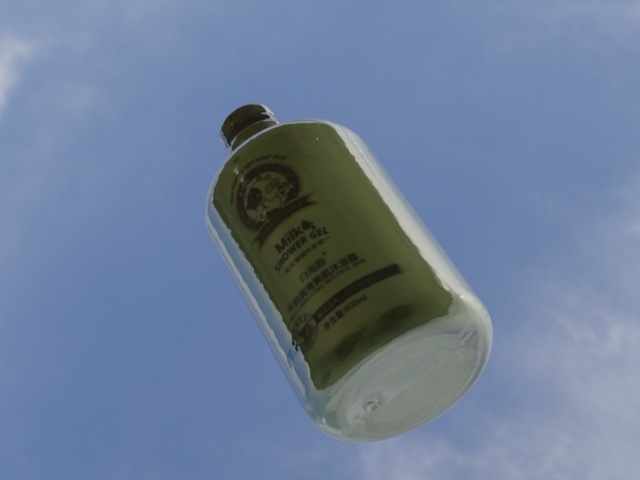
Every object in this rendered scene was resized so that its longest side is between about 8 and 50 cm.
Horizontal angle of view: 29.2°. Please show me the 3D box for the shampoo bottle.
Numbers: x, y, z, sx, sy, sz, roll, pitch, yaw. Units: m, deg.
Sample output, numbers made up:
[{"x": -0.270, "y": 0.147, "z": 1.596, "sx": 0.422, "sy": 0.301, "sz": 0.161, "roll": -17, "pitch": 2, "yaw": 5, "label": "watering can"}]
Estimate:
[{"x": 0.000, "y": 0.000, "z": 0.501, "sx": 0.079, "sy": 0.079, "sz": 0.162, "roll": -34, "pitch": -128, "yaw": 3, "label": "shampoo bottle"}]
